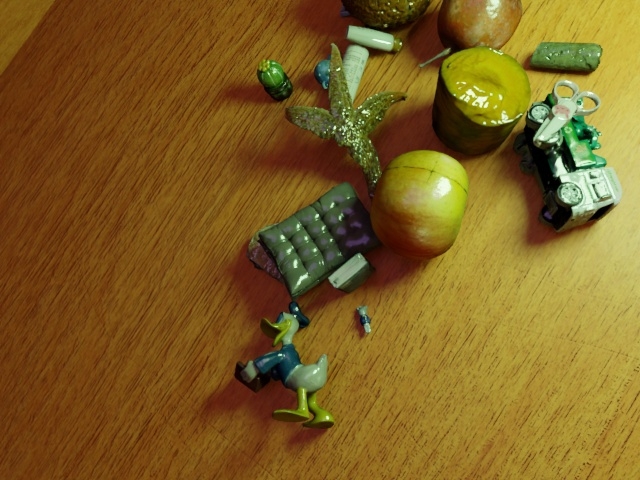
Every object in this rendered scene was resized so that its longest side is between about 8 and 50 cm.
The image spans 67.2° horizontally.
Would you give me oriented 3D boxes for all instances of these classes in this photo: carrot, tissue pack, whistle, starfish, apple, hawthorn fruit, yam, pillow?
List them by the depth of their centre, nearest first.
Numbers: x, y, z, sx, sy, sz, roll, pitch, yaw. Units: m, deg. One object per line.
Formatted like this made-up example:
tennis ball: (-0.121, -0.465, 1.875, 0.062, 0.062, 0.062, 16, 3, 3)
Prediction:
apple: (0.258, -0.095, 1.263, 0.232, 0.286, 0.286, 14, 78, 14)
carrot: (0.421, -0.374, 1.284, 0.241, 0.341, 0.242, -1, 79, 7)
tissue pack: (0.090, 0.094, 1.334, 0.112, 0.156, 0.051, -41, 71, 4)
yam: (0.688, -0.516, 1.349, 0.179, 0.078, 0.078, 16, 79, 28)
whistle: (0.126, 0.221, 1.351, 0.033, 0.029, 0.083, -14, 60, -1)
pillow: (0.000, 0.000, 1.393, 0.326, 0.101, 0.228, -30, 69, -3)
hawthorn fruit: (0.460, -0.635, 1.403, 0.234, 0.231, 0.263, 20, 119, 32)
starfish: (0.082, -0.351, 1.450, 0.397, 0.132, 0.384, 26, 74, 1)
whistle: (0.022, -0.577, 1.611, 0.090, 0.090, 0.158, -1, 73, 21)

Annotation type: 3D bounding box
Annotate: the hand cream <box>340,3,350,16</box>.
hand cream: (0.125, -0.916, 1.711, 0.088, 0.055, 0.256, 3, 81, 26)

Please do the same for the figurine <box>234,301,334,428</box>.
figurine: (-0.098, 0.337, 1.352, 0.283, 0.204, 0.339, -10, 57, 25)

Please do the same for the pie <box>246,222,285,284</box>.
pie: (-0.120, 0.031, 1.492, 0.218, 0.052, 0.185, 35, 88, 28)

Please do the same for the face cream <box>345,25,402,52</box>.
face cream: (0.171, -0.650, 1.553, 0.181, 0.051, 0.072, 8, 44, -12)

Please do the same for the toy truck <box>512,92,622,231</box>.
toy truck: (0.622, -0.212, 1.227, 0.177, 0.177, 0.364, -8, 69, 5)

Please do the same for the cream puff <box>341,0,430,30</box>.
cream puff: (0.210, -0.786, 1.539, 0.302, 0.212, 0.303, -6, 36, 4)

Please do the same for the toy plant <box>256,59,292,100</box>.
toy plant: (-0.159, -0.547, 1.631, 0.092, 0.162, 0.093, -6, 71, 17)

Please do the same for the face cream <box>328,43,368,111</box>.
face cream: (0.083, -0.505, 1.572, 0.081, 0.082, 0.269, 14, 80, 24)

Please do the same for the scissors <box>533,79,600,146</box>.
scissors: (0.581, -0.305, 1.168, 0.118, 0.031, 0.242, 38, 65, 18)
